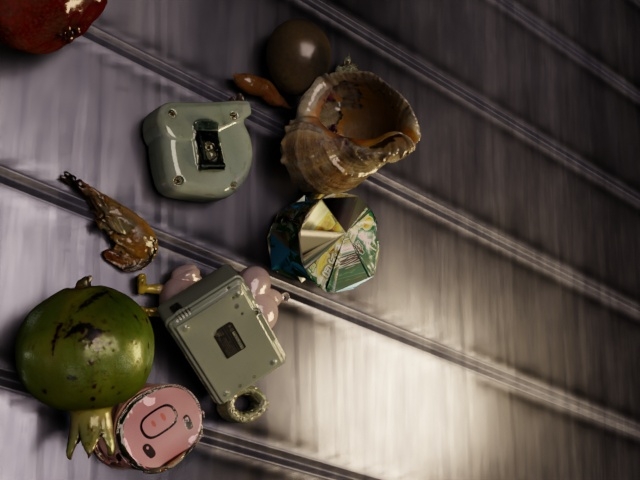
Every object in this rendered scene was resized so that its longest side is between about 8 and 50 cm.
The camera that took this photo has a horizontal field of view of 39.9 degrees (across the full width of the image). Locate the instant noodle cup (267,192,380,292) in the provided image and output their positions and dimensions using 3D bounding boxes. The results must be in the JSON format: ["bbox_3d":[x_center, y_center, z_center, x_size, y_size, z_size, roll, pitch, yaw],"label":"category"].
[{"bbox_3d":[0.000,0.000,2.082,0.240,0.178,0.240,-2,93,-33],"label":"instant noodle cup"}]

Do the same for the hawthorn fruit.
[{"bbox_3d":[-0.583,-0.529,1.752,0.265,0.265,0.307,-40,98,-34],"label":"hawthorn fruit"}]

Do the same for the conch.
[{"bbox_3d":[0.070,-0.252,2.131,0.352,0.210,0.297,3,83,10],"label":"conch"}]

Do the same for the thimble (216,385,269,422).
[{"bbox_3d":[-0.173,0.365,1.971,0.109,0.062,0.085,10,77,-33],"label":"thimble"}]

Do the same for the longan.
[{"bbox_3d":[-0.053,-0.451,2.172,0.167,0.167,0.187,6,94,-34],"label":"longan"}]

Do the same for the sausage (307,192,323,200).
[{"bbox_3d":[0.026,-0.164,2.240,0.033,0.032,0.269,46,59,-19],"label":"sausage"}]

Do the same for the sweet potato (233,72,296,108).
[{"bbox_3d":[-0.135,-0.365,2.161,0.194,0.056,0.056,26,66,-35],"label":"sweet potato"}]

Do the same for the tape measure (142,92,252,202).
[{"bbox_3d":[-0.263,-0.211,1.989,0.243,0.125,0.246,-9,85,-36],"label":"tape measure"}]

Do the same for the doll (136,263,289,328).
[{"bbox_3d":[-0.227,0.132,1.962,0.365,0.094,0.160,2,80,-34],"label":"doll"}]

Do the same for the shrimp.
[{"bbox_3d":[-0.451,-0.037,1.858,0.262,0.066,0.117,39,61,-21],"label":"shrimp"}]

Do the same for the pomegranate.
[{"bbox_3d":[-0.448,0.243,1.689,0.260,0.260,0.341,1,74,-35],"label":"pomegranate"}]

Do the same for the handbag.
[{"bbox_3d":[-0.355,0.380,1.805,0.205,0.116,0.179,-34,101,-35],"label":"handbag"}]

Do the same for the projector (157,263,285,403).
[{"bbox_3d":[-0.203,0.203,1.880,0.192,0.099,0.257,-33,121,-12],"label":"projector"}]

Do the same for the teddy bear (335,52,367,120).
[{"bbox_3d":[0.086,-0.369,2.296,0.133,0.111,0.213,12,47,-54],"label":"teddy bear"}]
